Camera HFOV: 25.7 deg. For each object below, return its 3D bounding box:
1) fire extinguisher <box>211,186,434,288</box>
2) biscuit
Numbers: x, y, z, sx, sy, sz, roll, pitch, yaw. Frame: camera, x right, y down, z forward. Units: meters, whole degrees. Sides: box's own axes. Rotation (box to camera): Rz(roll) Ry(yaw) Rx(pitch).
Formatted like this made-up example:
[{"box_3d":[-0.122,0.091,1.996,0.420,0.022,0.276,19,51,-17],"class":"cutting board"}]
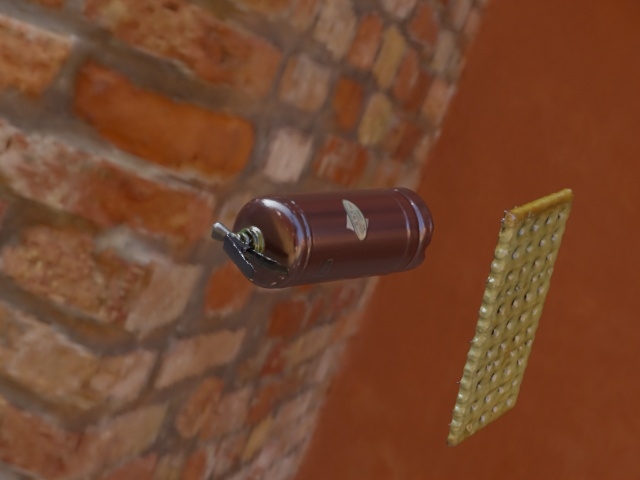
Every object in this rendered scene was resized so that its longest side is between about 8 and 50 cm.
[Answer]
[{"box_3d":[0.000,0.000,1.712,0.337,0.114,0.135,-5,28,-46],"class":"fire extinguisher"},{"box_3d":[0.171,0.071,1.269,0.016,0.232,0.139,24,23,28],"class":"biscuit"}]
